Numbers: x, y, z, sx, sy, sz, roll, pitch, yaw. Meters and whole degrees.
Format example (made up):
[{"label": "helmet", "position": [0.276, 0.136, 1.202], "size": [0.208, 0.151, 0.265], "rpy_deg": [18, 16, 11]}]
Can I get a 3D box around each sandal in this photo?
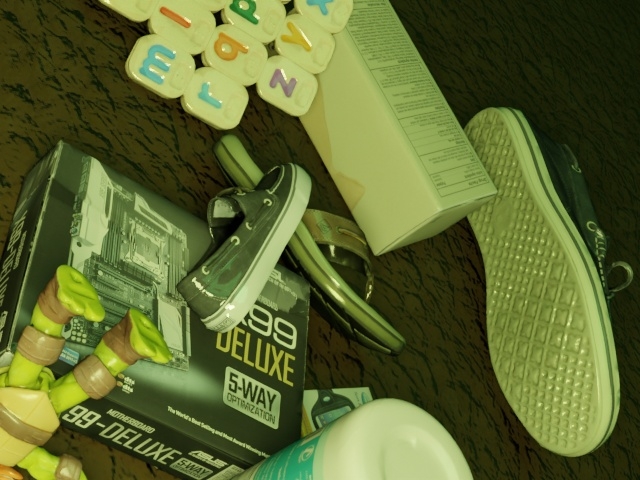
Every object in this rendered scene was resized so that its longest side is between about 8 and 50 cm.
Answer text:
[{"label": "sandal", "position": [-0.001, -0.001, 1.328], "size": [0.086, 0.120, 0.303], "rpy_deg": [-37, 91, -12]}]

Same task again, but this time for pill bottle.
[{"label": "pill bottle", "position": [-0.007, 0.243, 1.031], "size": [0.146, 0.264, 0.146], "rpy_deg": [26, 46, -31]}]

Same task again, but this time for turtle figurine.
[{"label": "turtle figurine", "position": [-0.219, 0.136, 0.965], "size": [0.269, 0.217, 0.087], "rpy_deg": [41, 11, -18]}]

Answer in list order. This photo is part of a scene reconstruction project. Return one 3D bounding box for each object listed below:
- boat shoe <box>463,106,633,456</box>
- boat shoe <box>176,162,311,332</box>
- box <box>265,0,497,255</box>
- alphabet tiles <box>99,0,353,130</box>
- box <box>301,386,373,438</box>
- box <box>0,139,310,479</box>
[{"label": "boat shoe", "position": [0.299, 0.042, 1.584], "size": [0.156, 0.187, 0.500], "rpy_deg": [17, 46, -31]}, {"label": "boat shoe", "position": [-0.077, -0.011, 1.184], "size": [0.076, 0.080, 0.229], "rpy_deg": [42, 45, -17]}, {"label": "box", "position": [0.071, -0.152, 1.530], "size": [0.148, 0.121, 0.311], "rpy_deg": [-15, 74, -51]}, {"label": "alphabet tiles", "position": [-0.105, -0.273, 1.400], "size": [0.278, 0.021, 0.284], "rpy_deg": [28, 73, -20]}, {"label": "box", "position": [0.021, 0.195, 1.292], "size": [0.136, 0.028, 0.081], "rpy_deg": [2, 61, -44]}, {"label": "box", "position": [-0.151, 0.081, 1.151], "size": [0.307, 0.076, 0.243], "rpy_deg": [31, 42, -28]}]
